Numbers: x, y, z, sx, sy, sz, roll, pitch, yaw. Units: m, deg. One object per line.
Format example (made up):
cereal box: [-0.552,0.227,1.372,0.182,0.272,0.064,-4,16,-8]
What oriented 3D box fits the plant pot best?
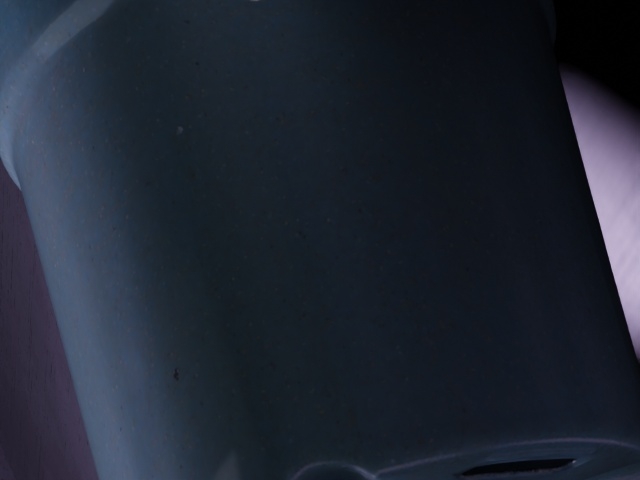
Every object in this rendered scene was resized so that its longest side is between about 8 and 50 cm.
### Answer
plant pot: [0.000,0.000,0.706,0.341,0.341,0.334,115,145,-56]
